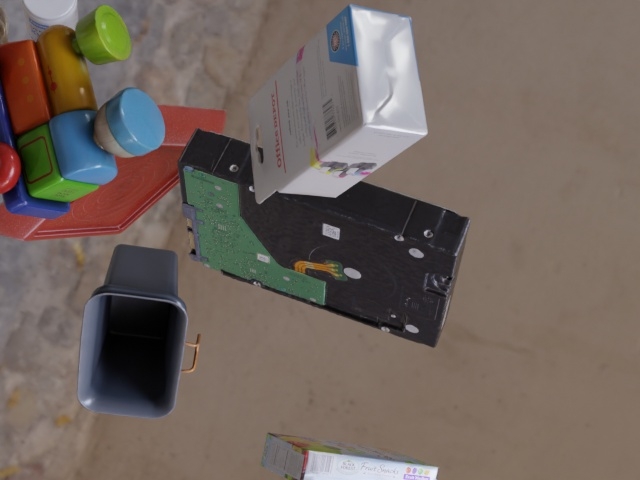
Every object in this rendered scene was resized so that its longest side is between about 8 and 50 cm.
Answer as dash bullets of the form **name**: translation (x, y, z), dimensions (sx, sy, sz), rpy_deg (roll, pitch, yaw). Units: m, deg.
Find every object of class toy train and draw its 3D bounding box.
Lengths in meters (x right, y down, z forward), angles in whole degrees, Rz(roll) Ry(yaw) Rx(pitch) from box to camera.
- **toy train**: translation (-0.220, -0.155, 1.015), dimensions (0.105, 0.143, 0.248), rpy_deg (11, 60, -62)

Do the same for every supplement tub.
- **supplement tub**: translation (-0.351, -0.299, 1.598), dimensions (0.071, 0.071, 0.107), rpy_deg (-62, -179, -15)

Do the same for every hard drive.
- **hard drive**: translation (0.000, 0.000, 1.474), dimensions (0.237, 0.339, 0.064), rpy_deg (91, 19, -58)

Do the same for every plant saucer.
- **plant saucer**: translation (-0.263, -0.078, 1.574), dimensions (0.258, 0.047, 0.259), rpy_deg (-38, 165, 24)

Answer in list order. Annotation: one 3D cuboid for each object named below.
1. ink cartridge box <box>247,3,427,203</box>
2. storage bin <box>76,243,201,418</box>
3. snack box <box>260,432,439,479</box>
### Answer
- **ink cartridge box**: translation (0.008, -0.103, 1.008), dimensions (0.062, 0.181, 0.104), rpy_deg (5, 70, -30)
- **storage bin**: translation (-0.152, 0.072, 1.054), dimensions (0.091, 0.098, 0.135), rpy_deg (-91, -169, -53)
- **snack box**: translation (0.027, 0.215, 1.169), dimensions (0.141, 0.100, 0.037), rpy_deg (12, 87, -24)
